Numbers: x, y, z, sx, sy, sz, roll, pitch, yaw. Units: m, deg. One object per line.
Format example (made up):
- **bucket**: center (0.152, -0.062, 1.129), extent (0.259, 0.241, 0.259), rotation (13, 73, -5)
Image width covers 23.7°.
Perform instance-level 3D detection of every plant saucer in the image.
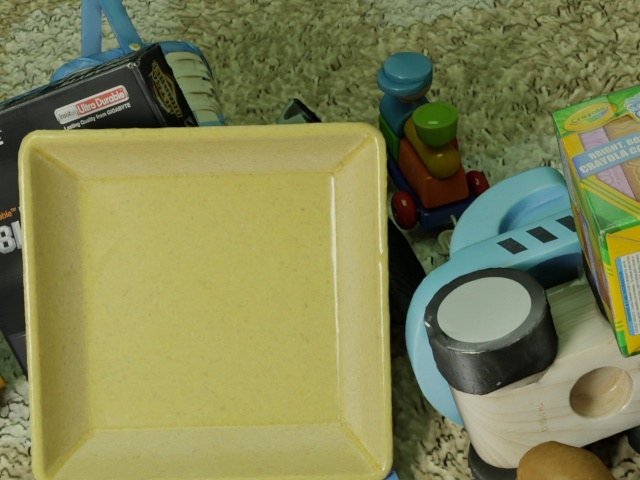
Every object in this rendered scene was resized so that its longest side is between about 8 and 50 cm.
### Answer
- **plant saucer**: center (-0.102, 0.059, 1.420), extent (0.332, 0.333, 0.081), rotation (-1, 5, 1)

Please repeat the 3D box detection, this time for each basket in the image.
- **basket**: center (-0.216, -0.126, 1.697), extent (0.201, 0.255, 0.289), rotation (-9, 39, -18)

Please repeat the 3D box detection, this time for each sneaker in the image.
- **sneaker**: center (0.000, 0.000, 1.609), extent (0.146, 0.122, 0.330), rotation (-40, 44, 7)

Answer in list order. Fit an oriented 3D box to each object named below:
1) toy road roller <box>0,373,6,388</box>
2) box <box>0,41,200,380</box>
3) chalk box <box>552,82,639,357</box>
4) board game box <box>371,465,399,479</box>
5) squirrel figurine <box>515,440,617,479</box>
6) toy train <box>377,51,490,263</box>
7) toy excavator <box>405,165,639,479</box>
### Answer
- **toy road roller**: center (-0.507, 0.078, 1.614), extent (0.202, 0.330, 0.240), rotation (-35, 27, -11)
- **box**: center (-0.230, -0.017, 1.544), extent (0.295, 0.293, 0.073), rotation (-16, 20, 25)
- **chalk box**: center (0.261, -0.038, 1.186), extent (0.132, 0.132, 0.213), rotation (-17, 36, 5)
- **board game box**: center (-0.039, 0.312, 1.382), extent (0.281, 0.027, 0.145), rotation (-24, 46, 0)
- **squirrel figurine**: center (0.277, 0.322, 1.122), extent (0.370, 0.281, 0.397), rotation (-22, 58, -13)
- **toy train**: center (0.125, -0.078, 1.580), extent (0.105, 0.143, 0.248), rotation (-16, 43, -11)
- **toy excavator**: center (0.268, -0.010, 1.446), extent (0.432, 0.222, 0.445), rotation (-21, 36, 1)
